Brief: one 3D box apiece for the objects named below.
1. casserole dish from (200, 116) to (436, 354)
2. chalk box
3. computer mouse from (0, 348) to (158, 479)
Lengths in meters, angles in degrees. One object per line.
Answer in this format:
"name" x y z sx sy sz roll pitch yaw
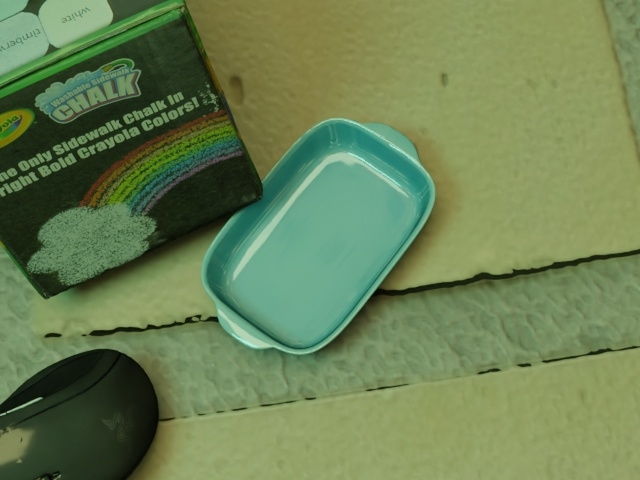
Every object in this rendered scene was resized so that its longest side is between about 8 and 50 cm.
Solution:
"casserole dish" 0.000 0.000 1.072 0.114 0.037 0.188 35 76 16
"chalk box" -0.174 -0.129 0.982 0.180 0.289 0.179 -25 58 -3
"computer mouse" -0.194 0.195 0.980 0.262 0.060 0.184 -26 106 -28
